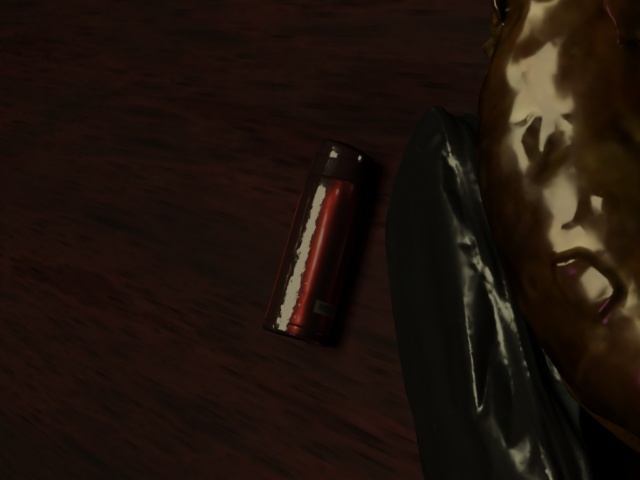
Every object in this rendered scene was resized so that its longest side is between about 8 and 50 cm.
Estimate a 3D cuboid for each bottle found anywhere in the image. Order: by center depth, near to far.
[{"bbox_3d":[0.000,0.000,1.070,0.060,0.060,0.164,8,81,56],"label":"bottle"}]

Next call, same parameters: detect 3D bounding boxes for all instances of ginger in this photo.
[{"bbox_3d":[0.166,-0.010,0.704,0.172,0.165,0.321,-40,72,55],"label":"ginger"}]

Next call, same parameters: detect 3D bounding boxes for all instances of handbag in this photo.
[{"bbox_3d":[0.101,0.085,0.836,0.191,0.075,0.332,105,157,-52],"label":"handbag"}]
